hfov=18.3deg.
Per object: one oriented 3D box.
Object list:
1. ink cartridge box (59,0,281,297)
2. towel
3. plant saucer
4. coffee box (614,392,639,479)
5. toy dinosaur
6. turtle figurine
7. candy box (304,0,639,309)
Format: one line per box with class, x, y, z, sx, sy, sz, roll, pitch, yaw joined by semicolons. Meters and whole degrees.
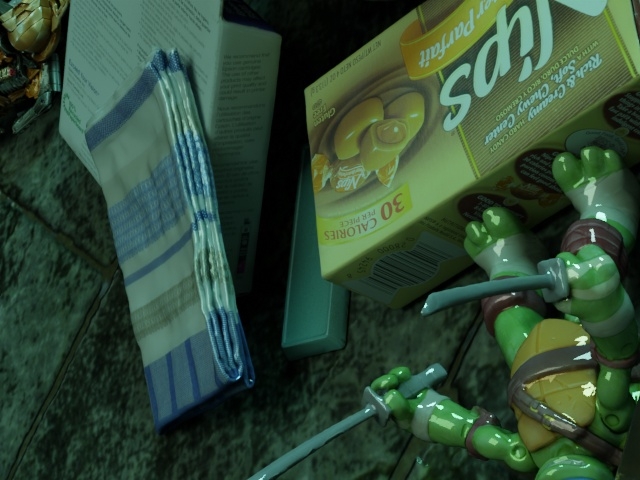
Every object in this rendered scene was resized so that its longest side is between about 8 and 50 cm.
ink cartridge box;-0.131;-0.168;1.692;0.324;0.071;0.330;49;137;49
towel;-0.130;0.004;1.623;0.209;0.034;0.285;-33;67;62
plant saucer;0.000;0.000;1.602;0.067;0.018;0.192;-17;59;44
coffee box;0.294;0.061;1.144;0.168;0.119;0.297;9;79;52
toy dinosaur;-0.282;-0.234;1.985;0.322;0.164;0.218;-29;64;14
turtle figurine;0.115;0.046;1.270;0.266;0.275;0.198;-78;0;-49
candy box;0.128;-0.102;1.446;0.316;0.087;0.183;-33;49;35
